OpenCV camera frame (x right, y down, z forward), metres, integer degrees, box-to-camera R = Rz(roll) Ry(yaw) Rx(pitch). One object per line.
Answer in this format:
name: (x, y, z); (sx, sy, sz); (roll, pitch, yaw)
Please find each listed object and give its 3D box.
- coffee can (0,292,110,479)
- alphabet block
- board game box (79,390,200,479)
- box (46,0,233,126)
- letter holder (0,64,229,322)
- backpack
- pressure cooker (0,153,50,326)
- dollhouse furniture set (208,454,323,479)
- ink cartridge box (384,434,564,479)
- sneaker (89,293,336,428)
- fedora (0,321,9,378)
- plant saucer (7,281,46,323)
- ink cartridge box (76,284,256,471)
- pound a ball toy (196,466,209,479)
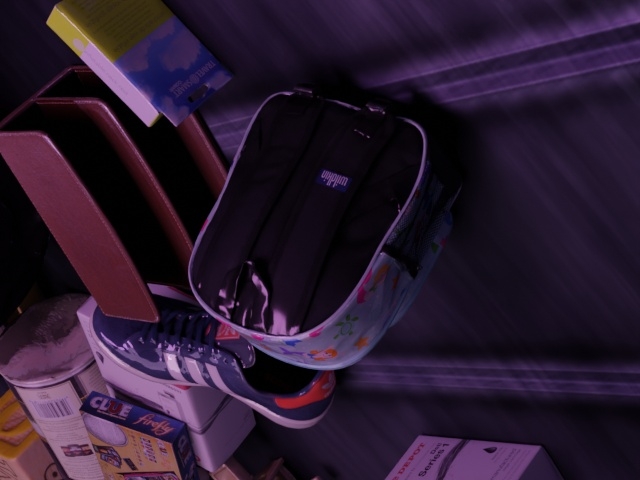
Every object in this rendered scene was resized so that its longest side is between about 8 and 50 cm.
coffee can: (-0.398, 0.255, 1.979); (0.201, 0.201, 0.275); (17, 140, 36)
alphabet block: (-0.559, 0.416, 2.367); (0.193, 0.192, 0.197); (8, 136, 40)
board game box: (-0.274, 0.344, 1.847); (0.165, 0.042, 0.243); (16, 141, 18)
box: (-0.194, -0.208, 1.279); (0.178, 0.109, 0.042); (46, 145, -5)
letter holder: (-0.227, -0.054, 1.467); (0.214, 0.152, 0.302); (6, 133, 42)
backpack: (0.000, 0.000, 1.181); (0.225, 0.253, 0.191); (18, 161, 33)
pressure cooker: (-0.661, -0.050, 1.761); (0.420, 0.375, 0.370); (25, 129, 27)
dollhouse furniture set: (-0.048, 0.372, 1.869); (0.161, 0.101, 0.182); (-35, 101, 33)
ink cartridge box: (0.174, 0.333, 1.473); (0.219, 0.160, 0.092); (-6, 123, 50)
sneaker: (-0.139, 0.132, 1.575); (0.350, 0.131, 0.148); (18, 149, 1)
fedora: (-0.682, 0.166, 2.085); (0.334, 0.152, 0.334); (29, 146, 22)
plant saucer: (-0.594, 0.103, 2.132); (0.333, 0.081, 0.333); (17, 141, 35)
ink cartridge box: (-0.229, 0.200, 1.803); (0.207, 0.117, 0.283); (22, 143, 28)
pound a ball toy: (-0.277, 0.523, 2.270); (0.319, 0.136, 0.208); (-9, 97, 52)
